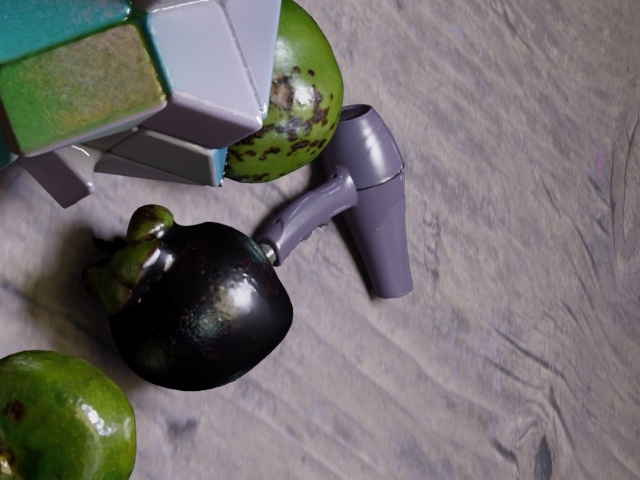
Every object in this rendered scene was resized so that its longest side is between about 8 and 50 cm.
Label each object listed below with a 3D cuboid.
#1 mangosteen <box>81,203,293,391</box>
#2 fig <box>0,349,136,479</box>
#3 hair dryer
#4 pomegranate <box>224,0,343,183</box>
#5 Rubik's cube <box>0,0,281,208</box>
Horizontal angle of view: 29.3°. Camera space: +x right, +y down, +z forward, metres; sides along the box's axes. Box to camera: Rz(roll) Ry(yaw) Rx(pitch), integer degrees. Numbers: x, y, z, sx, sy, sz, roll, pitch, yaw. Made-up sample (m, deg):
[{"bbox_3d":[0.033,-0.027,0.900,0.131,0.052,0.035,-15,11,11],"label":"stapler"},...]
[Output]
[{"bbox_3d":[-0.160,0.065,1.440,0.243,0.243,0.243,10,77,-51],"label":"mangosteen"},{"bbox_3d":[-0.294,0.204,1.322,0.235,0.203,0.203,-105,-179,-82],"label":"fig"},{"bbox_3d":[0.000,0.000,1.763,0.361,0.121,0.301,-35,121,-38],"label":"hair dryer"},{"bbox_3d":[-0.100,-0.191,1.526,0.270,0.254,0.254,-24,104,-53],"label":"pomegranate"},{"bbox_3d":[-0.221,-0.230,1.275,0.368,0.358,0.387,18,68,-28],"label":"Rubik's cube"}]
